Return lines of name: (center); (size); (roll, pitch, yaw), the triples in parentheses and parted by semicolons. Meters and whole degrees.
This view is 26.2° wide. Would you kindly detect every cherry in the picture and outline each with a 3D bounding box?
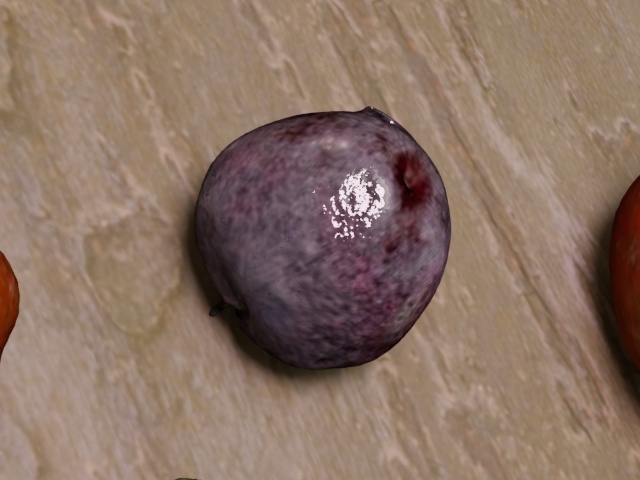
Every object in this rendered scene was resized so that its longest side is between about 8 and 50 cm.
cherry: (0.007, -0.003, 0.998); (0.195, 0.195, 0.195); (12, 63, -25)

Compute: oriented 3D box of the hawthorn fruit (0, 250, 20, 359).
hawthorn fruit: (-0.308, 0.038, 0.767); (0.262, 0.210, 0.210); (23, 56, -47)

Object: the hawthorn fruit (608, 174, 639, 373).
hawthorn fruit: (0.375, 0.033, 1.162); (0.284, 0.284, 0.284); (12, 63, -25)

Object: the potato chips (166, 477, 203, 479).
potato chips: (-0.124, 0.231, 0.916); (0.092, 0.028, 0.207); (51, 52, 0)
